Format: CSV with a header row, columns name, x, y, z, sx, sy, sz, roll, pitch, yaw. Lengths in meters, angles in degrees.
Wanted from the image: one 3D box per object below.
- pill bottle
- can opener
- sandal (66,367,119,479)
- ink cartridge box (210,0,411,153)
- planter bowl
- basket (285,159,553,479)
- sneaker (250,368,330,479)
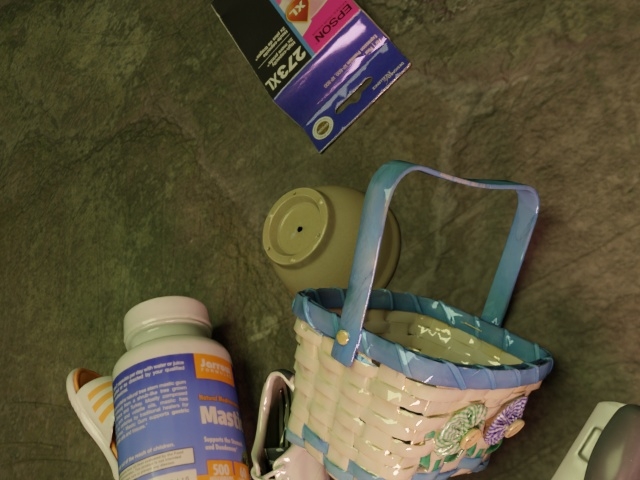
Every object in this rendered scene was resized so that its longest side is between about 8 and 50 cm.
name,x,y,z,sx,sy,sz,roll,pitch,yaw
pill bottle,-0.174,0.210,0.903,0.152,0.152,0.272,-30,55,25
can opener,0.198,0.261,0.626,0.076,0.095,0.283,33,92,43
sandal,-0.244,0.254,0.982,0.076,0.102,0.265,-49,58,9
ink cartridge box,-0.029,-0.308,1.082,0.176,0.069,0.371,-43,53,15
planter bowl,0.000,0.000,0.888,0.162,0.109,0.162,-16,62,32
basket,0.104,0.077,0.685,0.201,0.255,0.288,18,101,43
sneaker,-0.039,0.267,0.810,0.094,0.091,0.258,-20,59,30
